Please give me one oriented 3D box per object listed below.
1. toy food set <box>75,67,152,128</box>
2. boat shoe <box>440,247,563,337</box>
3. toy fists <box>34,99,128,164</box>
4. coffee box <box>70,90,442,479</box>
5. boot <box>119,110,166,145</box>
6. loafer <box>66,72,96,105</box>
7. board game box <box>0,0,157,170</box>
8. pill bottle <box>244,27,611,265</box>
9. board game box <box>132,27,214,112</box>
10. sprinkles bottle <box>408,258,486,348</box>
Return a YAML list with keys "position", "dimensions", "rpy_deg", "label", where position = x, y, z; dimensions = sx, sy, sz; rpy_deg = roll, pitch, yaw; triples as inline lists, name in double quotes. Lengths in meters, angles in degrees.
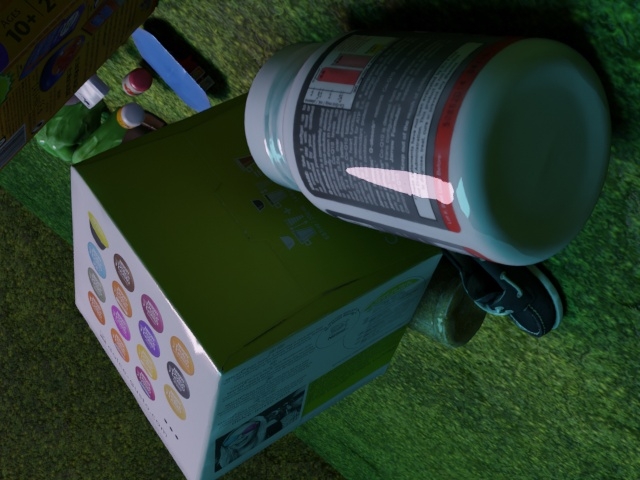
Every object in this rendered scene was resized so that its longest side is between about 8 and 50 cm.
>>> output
- position: [-0.348, -0.285, 1.667]
  dimensions: [0.232, 0.111, 0.104]
  rpy_deg: [47, 161, -16]
  label: "toy food set"
- position: [0.222, 0.041, 1.375]
  dimensions: [0.114, 0.091, 0.302]
  rpy_deg: [16, 151, 52]
  label: "boat shoe"
- position: [-0.439, -0.196, 2.010]
  dimensions: [0.279, 0.142, 0.096]
  rpy_deg: [30, 160, 26]
  label: "toy fists"
- position: [-0.100, 0.050, 1.391]
  dimensions: [0.338, 0.338, 0.334]
  rpy_deg: [51, 150, 23]
  label: "coffee box"
- position: [-0.270, -0.138, 1.876]
  dimensions: [0.219, 0.106, 0.082]
  rpy_deg: [30, 158, 24]
  label: "boot"
- position: [-0.503, -0.361, 1.813]
  dimensions: [0.366, 0.134, 0.130]
  rpy_deg: [43, -169, 19]
  label: "loafer"
- position: [-0.432, -0.348, 1.282]
  dimensions: [0.356, 0.356, 0.356]
  rpy_deg: [41, 162, -4]
  label: "board game box"
- position: [0.092, -0.110, 1.076]
  dimensions: [0.362, 0.210, 0.210]
  rpy_deg: [17, 152, 49]
  label: "pill bottle"
- position: [-0.215, -0.265, 1.594]
  dimensions: [0.169, 0.033, 0.133]
  rpy_deg: [47, 166, -9]
  label: "board game box"
- position: [0.083, 0.049, 1.605]
  dimensions: [0.355, 0.121, 0.121]
  rpy_deg: [21, 155, 38]
  label: "sprinkles bottle"
